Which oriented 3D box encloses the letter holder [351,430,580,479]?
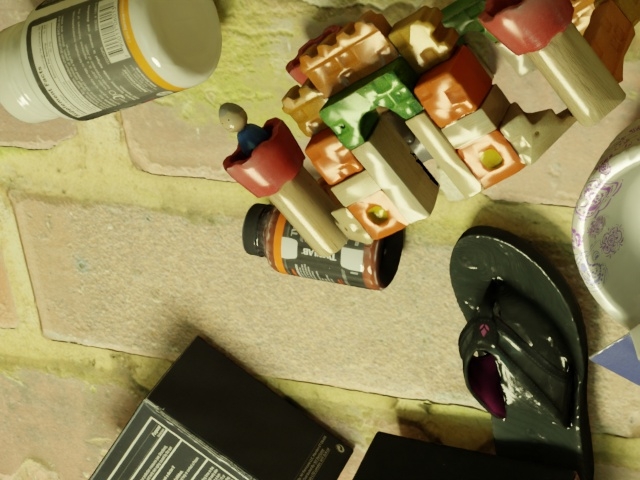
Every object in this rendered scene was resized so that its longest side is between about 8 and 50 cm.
[{"bbox_3d":[0.206,0.405,2.025,0.302,0.152,0.214,7,141,32],"label":"letter holder"}]

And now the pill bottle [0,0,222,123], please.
[{"bbox_3d":[-0.274,-0.241,1.872,0.278,0.162,0.162,-13,115,34],"label":"pill bottle"}]

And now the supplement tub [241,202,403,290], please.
[{"bbox_3d":[0.000,0.000,1.930,0.198,0.106,0.106,9,125,21],"label":"supplement tub"}]

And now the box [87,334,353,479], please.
[{"bbox_3d":[-0.160,0.350,2.199,0.294,0.183,0.296,36,129,-1],"label":"box"}]

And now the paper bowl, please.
[{"bbox_3d":[0.434,-0.021,1.664,0.284,0.148,0.284,13,127,18],"label":"paper bowl"}]

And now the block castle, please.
[{"bbox_3d":[0.114,-0.197,1.612,0.453,0.303,0.213,-26,113,38],"label":"block castle"}]

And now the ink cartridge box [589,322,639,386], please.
[{"bbox_3d":[0.504,0.142,1.610,0.303,0.072,0.307,28,134,-19],"label":"ink cartridge box"}]

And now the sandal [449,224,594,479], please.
[{"bbox_3d":[0.261,0.186,1.908,0.167,0.107,0.446,3,124,34],"label":"sandal"}]
